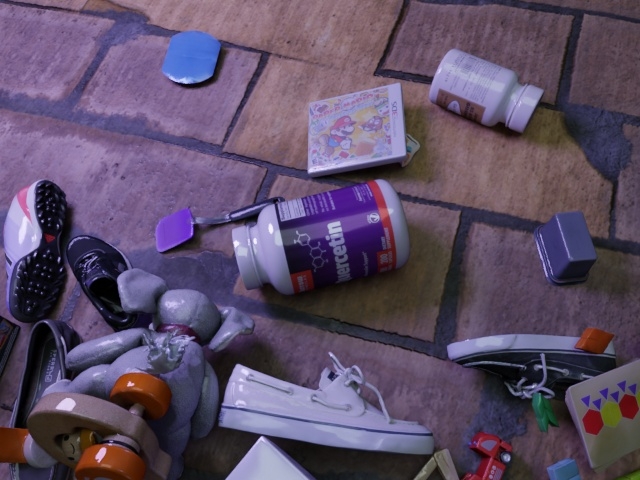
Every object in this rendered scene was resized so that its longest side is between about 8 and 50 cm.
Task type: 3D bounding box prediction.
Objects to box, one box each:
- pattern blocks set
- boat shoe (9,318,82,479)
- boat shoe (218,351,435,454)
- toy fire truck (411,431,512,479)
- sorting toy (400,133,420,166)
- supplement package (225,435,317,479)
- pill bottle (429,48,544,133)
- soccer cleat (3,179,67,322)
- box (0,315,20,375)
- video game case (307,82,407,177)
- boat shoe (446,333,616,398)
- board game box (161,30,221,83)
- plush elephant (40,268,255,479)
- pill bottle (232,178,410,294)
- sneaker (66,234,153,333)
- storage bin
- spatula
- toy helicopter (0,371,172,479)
[{"bbox_3d":[0.501,0.287,0.876,0.324,0.026,0.286,-5,83,-17],"label":"pattern blocks set"},{"bbox_3d":[-0.512,0.307,0.946,0.112,0.095,0.335,-6,63,1],"label":"boat shoe"},{"bbox_3d":[0.021,0.269,0.890,0.366,0.136,0.157,10,69,-3],"label":"boat shoe"},{"bbox_3d":[0.226,0.397,0.872,0.135,0.047,0.192,29,69,7],"label":"toy fire truck"},{"bbox_3d":[0.190,-0.221,1.200,0.075,0.045,0.083,-29,64,-32],"label":"sorting toy"},{"bbox_3d":[-0.061,0.442,0.757,0.198,0.263,0.199,36,71,18],"label":"supplement package"},{"bbox_3d":[0.378,-0.336,1.187,0.229,0.131,0.131,28,69,17],"label":"pill bottle"},{"bbox_3d":[-0.618,0.026,1.102,0.116,0.108,0.319,-16,65,21],"label":"soccer cleat"},{"bbox_3d":[-0.751,0.205,0.987,0.247,0.142,0.164,5,64,6],"label":"box"},{"bbox_3d":[0.081,-0.254,1.194,0.226,0.026,0.207,-8,62,17],"label":"video game case"},{"bbox_3d":[0.378,0.228,0.923,0.306,0.113,0.105,5,69,-11],"label":"boat shoe"},{"bbox_3d":[-0.332,-0.469,1.356,0.133,0.033,0.169,8,69,2],"label":"board game box"},{"bbox_3d":[-0.269,0.195,0.906,0.271,0.330,0.255,32,31,-8],"label":"plush elephant"},{"bbox_3d":[0.000,0.000,1.018,0.322,0.181,0.182,-14,64,-3],"label":"pill bottle"},{"bbox_3d":[-0.431,0.072,1.041,0.107,0.124,0.283,-39,68,-15],"label":"sneaker"},{"bbox_3d":[0.498,0.010,1.032,0.098,0.091,0.135,-5,64,1],"label":"storage bin"},{"bbox_3d":[-0.221,-0.050,1.140,0.296,0.030,0.084,-15,61,-3],"label":"spatula"},{"bbox_3d":[-0.335,0.342,0.782,0.234,0.355,0.140,3,41,4],"label":"toy helicopter"}]
